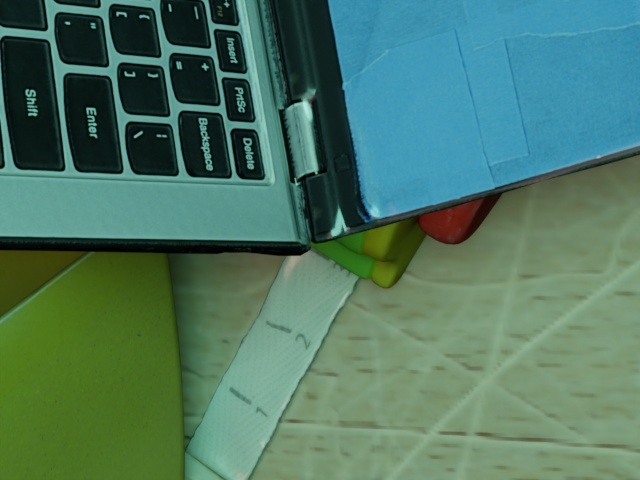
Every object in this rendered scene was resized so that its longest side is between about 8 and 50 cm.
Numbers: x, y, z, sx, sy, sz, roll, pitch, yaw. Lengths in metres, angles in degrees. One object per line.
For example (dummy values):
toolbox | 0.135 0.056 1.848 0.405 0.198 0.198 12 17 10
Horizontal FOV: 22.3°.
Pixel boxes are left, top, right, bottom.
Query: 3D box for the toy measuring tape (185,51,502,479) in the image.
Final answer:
toy measuring tape | 0.000 0.000 0.704 0.121 0.121 0.330 34 108 11

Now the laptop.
laptop | -0.025 -0.211 0.554 0.236 0.407 0.382 -32 63 51

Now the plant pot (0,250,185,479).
plant pot | -0.182 0.112 0.729 0.212 0.212 0.187 -1 116 34
